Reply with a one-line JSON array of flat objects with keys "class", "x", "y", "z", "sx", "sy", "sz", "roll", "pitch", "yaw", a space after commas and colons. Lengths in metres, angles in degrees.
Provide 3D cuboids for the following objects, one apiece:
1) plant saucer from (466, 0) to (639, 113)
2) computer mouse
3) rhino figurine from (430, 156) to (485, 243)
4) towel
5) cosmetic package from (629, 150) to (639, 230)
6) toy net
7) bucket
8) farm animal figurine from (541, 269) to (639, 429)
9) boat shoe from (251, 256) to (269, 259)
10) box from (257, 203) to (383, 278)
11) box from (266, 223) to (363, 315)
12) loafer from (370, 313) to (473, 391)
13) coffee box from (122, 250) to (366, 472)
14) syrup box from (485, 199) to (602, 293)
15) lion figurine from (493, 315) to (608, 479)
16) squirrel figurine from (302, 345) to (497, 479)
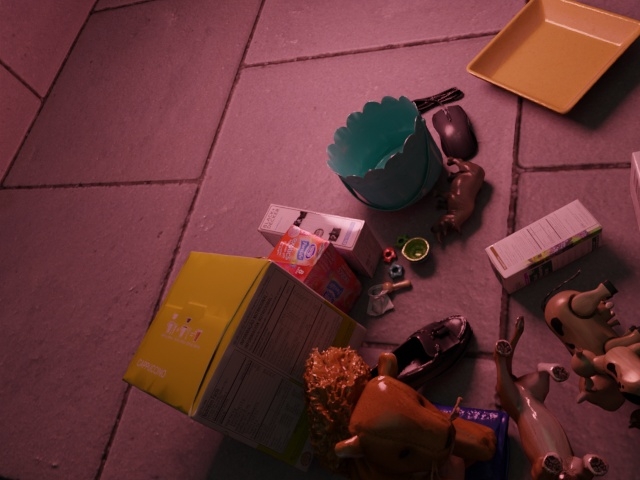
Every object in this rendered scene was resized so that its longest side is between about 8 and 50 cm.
[{"class": "plant saucer", "x": 0.630, "y": -0.495, "z": 1.588, "sx": 0.333, "sy": 0.081, "sz": 0.333, "roll": -46, "pitch": 53, "yaw": -6}, {"class": "computer mouse", "x": 0.327, "y": -0.328, "z": 1.644, "sx": 0.184, "sy": 0.060, "sz": 0.262, "roll": -15, "pitch": 56, "yaw": 16}, {"class": "rhino figurine", "x": 0.345, "y": -0.101, "z": 1.493, "sx": 0.106, "sy": 0.073, "sz": 0.243, "roll": 12, "pitch": 69, "yaw": 33}, {"class": "towel", "x": 0.233, "y": 0.453, "z": 1.223, "sx": 0.308, "sy": 0.076, "sz": 0.228, "roll": 2, "pitch": 56, "yaw": 27}, {"class": "cosmetic package", "x": 0.774, "y": -0.105, "z": 1.243, "sx": 0.183, "sy": 0.151, "sz": 0.151, "roll": -8, "pitch": 59, "yaw": 22}, {"class": "toy net", "x": 0.177, "y": 0.082, "z": 1.480, "sx": 0.122, "sy": 0.045, "sz": 0.232, "roll": 32, "pitch": 79, "yaw": 35}, {"class": "bucket", "x": 0.175, "y": -0.222, "z": 1.541, "sx": 0.281, "sy": 0.183, "sz": 0.281, "roll": -25, "pitch": 44, "yaw": 27}, {"class": "farm animal figurine", "x": 0.519, "y": 0.215, "z": 1.065, "sx": 0.172, "sy": 0.330, "sz": 0.327, "roll": -33, "pitch": 54, "yaw": 9}, {"class": "boat shoe", "x": -0.161, "y": 0.069, "z": 1.647, "sx": 0.135, "sy": 0.045, "sz": 0.050, "roll": -7, "pitch": 59, "yaw": 22}, {"class": "box", "x": 0.000, "y": 0.000, "z": 1.536, "sx": 0.290, "sy": 0.169, "sz": 0.087, "roll": 11, "pitch": 67, "yaw": 31}, {"class": "box", "x": -0.009, "y": 0.088, "z": 1.431, "sx": 0.128, "sy": 0.257, "sz": 0.123, "roll": 24, "pitch": 72, "yaw": 34}, {"class": "loafer", "x": 0.216, "y": 0.258, "z": 1.290, "sx": 0.302, "sy": 0.095, "sz": 0.109, "roll": -37, "pitch": 38, "yaw": -15}, {"class": "coffee box", "x": -0.169, "y": 0.253, "z": 1.306, "sx": 0.337, "sy": 0.334, "sz": 0.338, "roll": 3, "pitch": 61, "yaw": 50}, {"class": "syrup box", "x": 0.507, "y": 0.017, "z": 1.333, "sx": 0.237, "sy": 0.093, "sz": 0.096, "roll": -30, "pitch": 54, "yaw": 6}, {"class": "lion figurine", "x": 0.410, "y": 0.363, "z": 1.095, "sx": 0.142, "sy": 0.240, "sz": 0.392, "roll": -6, "pitch": 55, "yaw": 4}, {"class": "squirrel figurine", "x": 0.103, "y": 0.356, "z": 1.058, "sx": 0.397, "sy": 0.370, "sz": 0.281, "roll": 18, "pitch": 65, "yaw": 34}]
